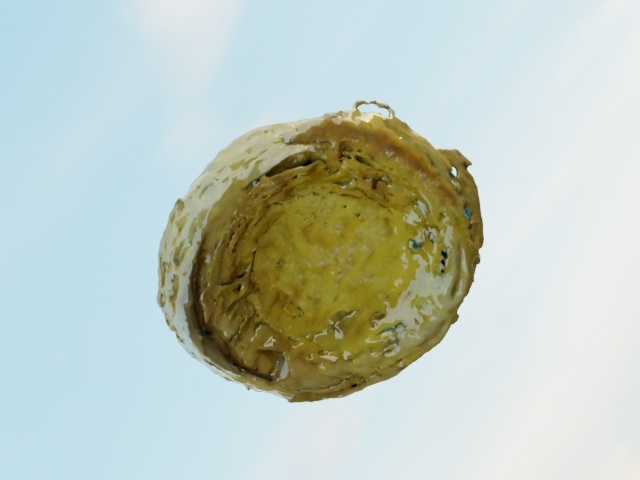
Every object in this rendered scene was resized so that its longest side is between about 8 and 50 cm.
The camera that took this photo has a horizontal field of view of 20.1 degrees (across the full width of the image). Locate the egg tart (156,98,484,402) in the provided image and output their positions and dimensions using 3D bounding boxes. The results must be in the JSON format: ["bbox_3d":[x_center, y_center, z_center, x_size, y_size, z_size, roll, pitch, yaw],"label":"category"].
[{"bbox_3d":[0.000,0.000,1.542,0.107,0.291,0.290,-112,41,-64],"label":"egg tart"}]
